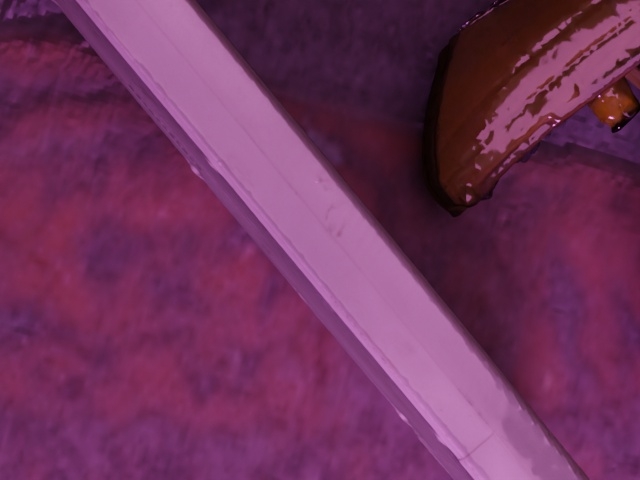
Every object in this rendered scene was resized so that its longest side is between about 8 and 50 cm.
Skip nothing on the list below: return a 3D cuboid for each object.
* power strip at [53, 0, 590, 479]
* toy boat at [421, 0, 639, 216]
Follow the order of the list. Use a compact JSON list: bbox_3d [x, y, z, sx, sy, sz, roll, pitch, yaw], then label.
[{"bbox_3d":[0.000,0.000,0.819,0.043,0.106,0.367,-40,97,-5],"label":"power strip"},{"bbox_3d":[0.187,-0.105,0.863,0.321,0.089,0.121,-32,91,-10],"label":"toy boat"}]
